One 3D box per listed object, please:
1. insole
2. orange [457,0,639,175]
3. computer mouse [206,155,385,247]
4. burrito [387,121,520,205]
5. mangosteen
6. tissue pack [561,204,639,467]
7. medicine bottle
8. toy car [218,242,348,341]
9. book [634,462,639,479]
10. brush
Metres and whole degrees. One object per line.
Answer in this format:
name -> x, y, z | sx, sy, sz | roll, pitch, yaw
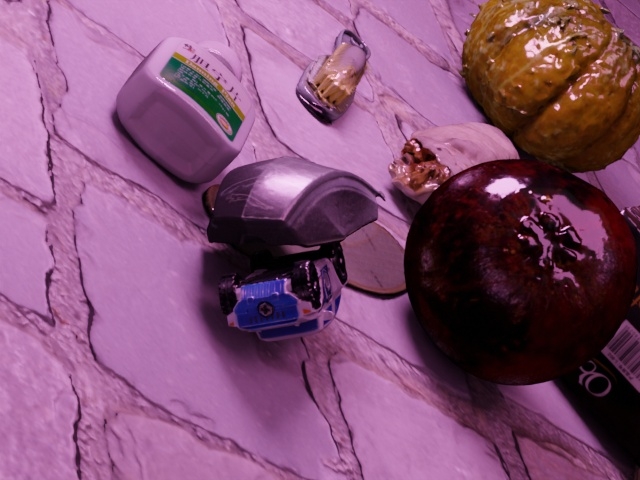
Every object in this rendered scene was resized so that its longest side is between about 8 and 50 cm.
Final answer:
insole -> 0.000, 0.000, 1.680 | 0.348, 0.009, 0.119 | 13, 41, -55
orange -> 0.346, -0.237, 2.439 | 0.300, 0.223, 0.301 | 44, 18, -10
computer mouse -> -0.025, -0.041, 1.506 | 0.231, 0.126, 0.071 | -24, 113, -67
burrito -> 0.169, -0.092, 2.068 | 0.117, 0.076, 0.392 | 42, 19, 11
mangosteen -> 0.196, 0.038, 1.751 | 0.235, 0.235, 0.261 | 51, -17, 9
tissue pack -> 0.410, 0.149, 1.910 | 0.370, 0.210, 0.198 | 50, 30, 17
medicine bottle -> -0.120, -0.130, 1.599 | 0.119, 0.069, 0.183 | 41, 21, -10
toy car -> -0.025, 0.044, 1.457 | 0.171, 0.080, 0.070 | -37, 116, -74
book -> 0.440, 0.316, 1.955 | 0.228, 0.018, 0.322 | 45, 22, -7
brush -> 0.033, -0.215, 2.036 | 0.068, 0.060, 0.297 | 42, 23, -8
